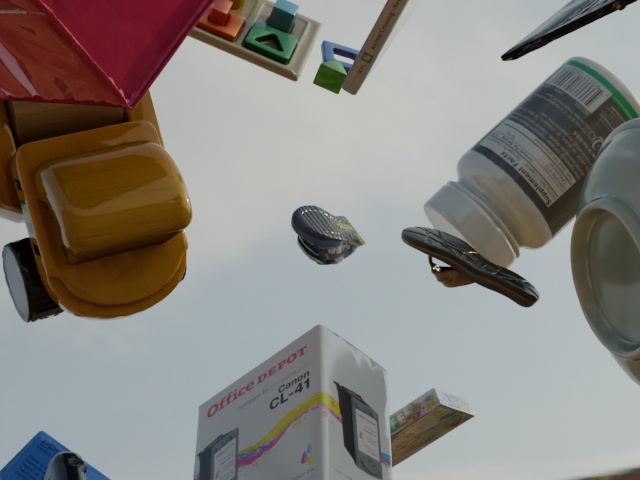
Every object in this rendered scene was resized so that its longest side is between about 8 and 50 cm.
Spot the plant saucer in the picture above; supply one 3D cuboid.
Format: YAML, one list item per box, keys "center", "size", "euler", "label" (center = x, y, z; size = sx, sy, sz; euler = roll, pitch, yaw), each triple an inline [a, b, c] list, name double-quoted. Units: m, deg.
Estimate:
- center: [0.419, 0.043, 1.823]
  size: [0.101, 0.400, 0.400]
  euler: [-12, -23, -16]
  label: "plant saucer"

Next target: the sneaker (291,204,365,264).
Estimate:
- center: [0.000, 0.000, 1.594]
  size: [0.059, 0.053, 0.144]
  euler: [-39, -24, 14]
  label: "sneaker"

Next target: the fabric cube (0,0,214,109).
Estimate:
- center: [-0.258, -0.304, 1.366]
  size: [0.258, 0.254, 0.259]
  euler: [9, -33, 47]
  label: "fabric cube"

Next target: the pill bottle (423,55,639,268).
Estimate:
- center: [0.355, -0.116, 2.298]
  size: [0.361, 0.204, 0.204]
  euler: [-42, -28, -6]
  label: "pill bottle"

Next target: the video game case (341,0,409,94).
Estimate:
- center: [0.105, -0.296, 1.668]
  size: [0.023, 0.212, 0.193]
  euler: [31, -46, 1]
  label: "video game case"

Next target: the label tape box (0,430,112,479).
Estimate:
- center: [-0.321, 0.418, 1.760]
  size: [0.241, 0.106, 0.333]
  euler: [35, -44, 4]
  label: "label tape box"

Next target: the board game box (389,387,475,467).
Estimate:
- center: [0.119, 0.255, 1.868]
  size: [0.154, 0.026, 0.103]
  euler: [-35, -30, 19]
  label: "board game box"

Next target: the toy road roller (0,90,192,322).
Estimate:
- center: [-0.253, -0.075, 1.543]
  size: [0.203, 0.329, 0.240]
  euler: [-14, -5, -24]
  label: "toy road roller"

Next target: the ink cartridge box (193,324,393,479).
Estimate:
- center: [-0.036, 0.284, 1.634]
  size: [0.226, 0.306, 0.131]
  euler: [-36, -56, 26]
  label: "ink cartridge box"

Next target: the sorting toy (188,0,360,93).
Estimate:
- center: [-0.093, -0.297, 1.862]
  size: [0.348, 0.196, 0.047]
  euler: [23, -58, -3]
  label: "sorting toy"

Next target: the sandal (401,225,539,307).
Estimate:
- center: [0.203, 0.045, 1.963]
  size: [0.219, 0.060, 0.090]
  euler: [29, 19, 16]
  label: "sandal"

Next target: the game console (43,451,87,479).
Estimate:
- center: [-0.229, 0.405, 1.173]
  size: [0.060, 0.342, 0.386]
  euler: [14, 13, -19]
  label: "game console"

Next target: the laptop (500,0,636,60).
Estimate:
- center: [0.277, -0.301, 1.221]
  size: [0.234, 0.136, 0.264]
  euler: [-39, 10, -35]
  label: "laptop"
